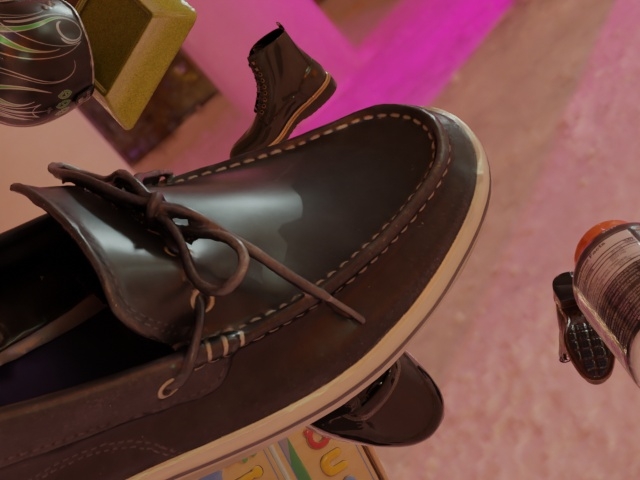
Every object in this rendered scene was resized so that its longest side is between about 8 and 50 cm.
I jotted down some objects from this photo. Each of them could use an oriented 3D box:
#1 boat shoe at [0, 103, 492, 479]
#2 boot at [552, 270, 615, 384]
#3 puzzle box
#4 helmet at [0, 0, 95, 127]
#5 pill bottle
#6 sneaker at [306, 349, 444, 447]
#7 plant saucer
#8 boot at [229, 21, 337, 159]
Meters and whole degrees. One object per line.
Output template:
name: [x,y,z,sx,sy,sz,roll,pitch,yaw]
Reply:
boat shoe: [-0.103,0.035,0.788,0.500,0.156,0.187,-29,42,-21]
boot: [0.393,0.154,2.034,0.082,0.106,0.219,-8,40,4]
puzzle box: [-0.095,0.247,1.939,0.272,0.409,0.052,-30,5,-22]
helmet: [-0.385,-0.225,1.750,0.161,0.169,0.169,-14,-2,-28]
pill bottle: [0.347,0.062,1.454,0.130,0.130,0.246,-39,23,9]
sneaker: [-0.006,0.098,1.136,0.107,0.283,0.124,-58,18,-4]
plant saucer: [-0.273,-0.274,1.825,0.045,0.188,0.188,7,-58,-53]
boot: [-0.089,-0.213,2.024,0.198,0.137,0.077,-46,32,-5]
